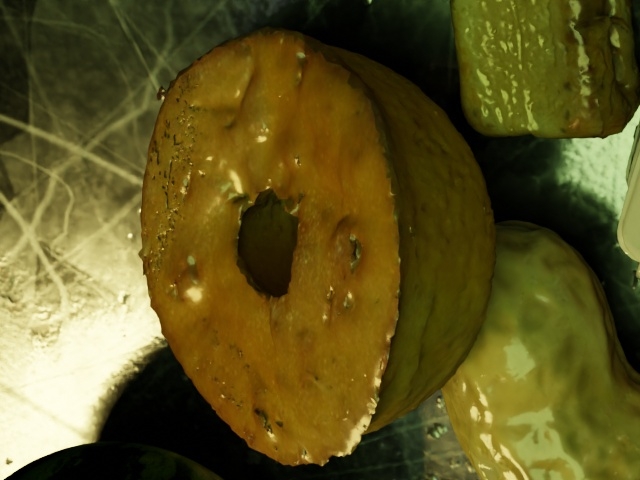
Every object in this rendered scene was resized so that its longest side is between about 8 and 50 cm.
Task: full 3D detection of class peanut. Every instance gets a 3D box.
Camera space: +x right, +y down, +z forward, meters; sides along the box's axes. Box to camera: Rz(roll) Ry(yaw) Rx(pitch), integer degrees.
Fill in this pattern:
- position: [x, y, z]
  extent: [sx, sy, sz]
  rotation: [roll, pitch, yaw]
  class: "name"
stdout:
- position: [0.172, 0.125, 1.044]
  extent: [0.147, 0.147, 0.305]
  rotation: [-40, 89, 28]
  class: "peanut"

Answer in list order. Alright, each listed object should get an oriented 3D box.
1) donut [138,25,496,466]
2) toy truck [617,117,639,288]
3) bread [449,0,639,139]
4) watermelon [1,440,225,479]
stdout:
- position: [-0.002, -0.002, 1.013]
  extent: [0.277, 0.108, 0.278]
  rotation: [14, 108, 51]
  class: "donut"
- position: [0.355, -0.009, 0.876]
  extent: [0.387, 0.207, 0.173]
  rotation: [19, 115, 12]
  class: "toy truck"
- position: [0.129, -0.163, 0.961]
  extent: [0.114, 0.083, 0.211]
  rotation: [7, 116, 39]
  class: "bread"
- position: [-0.142, 0.271, 1.149]
  extent: [0.268, 0.269, 0.269]
  rotation: [7, 112, 18]
  class: "watermelon"
